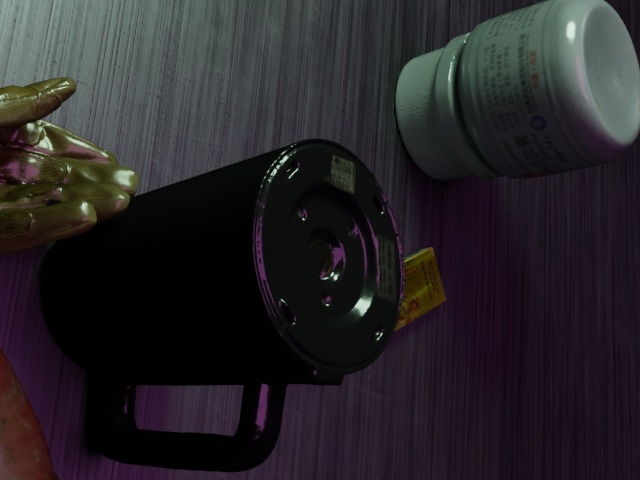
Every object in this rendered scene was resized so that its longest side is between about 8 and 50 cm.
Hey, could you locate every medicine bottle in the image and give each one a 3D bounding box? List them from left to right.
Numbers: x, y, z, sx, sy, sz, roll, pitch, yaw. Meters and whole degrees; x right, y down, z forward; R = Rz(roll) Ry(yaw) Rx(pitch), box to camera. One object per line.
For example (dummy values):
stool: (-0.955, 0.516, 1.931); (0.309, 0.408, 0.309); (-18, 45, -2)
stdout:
medicine bottle: (0.290, -0.212, 1.460); (0.245, 0.306, 0.244); (13, 73, -48)

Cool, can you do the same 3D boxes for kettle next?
kettle: (-0.093, 0.063, 0.937); (0.203, 0.308, 0.262); (-25, 101, -51)

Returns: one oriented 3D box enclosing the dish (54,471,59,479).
dish: (-0.272, 0.253, 0.862); (0.149, 0.080, 0.207); (-50, 118, -43)

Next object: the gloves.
gloves: (-0.305, -0.060, 0.840); (0.331, 0.141, 0.154); (-4, 75, -57)

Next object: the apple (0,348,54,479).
apple: (-0.345, 0.184, 0.661); (0.344, 0.270, 0.344); (51, 28, -41)

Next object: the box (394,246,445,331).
box: (0.125, 0.070, 1.422); (0.156, 0.022, 0.089); (-26, 100, -49)
